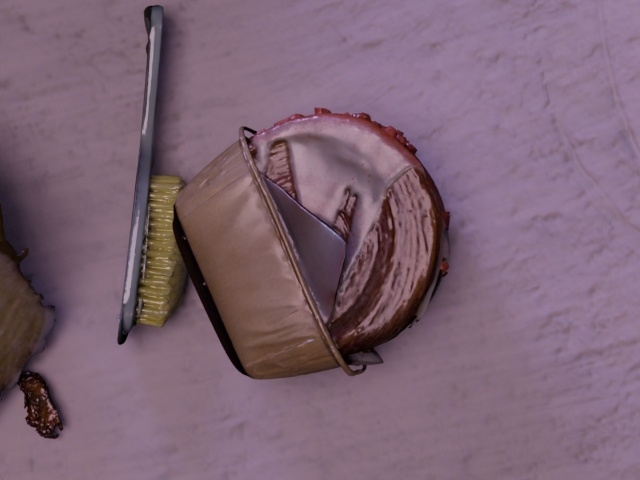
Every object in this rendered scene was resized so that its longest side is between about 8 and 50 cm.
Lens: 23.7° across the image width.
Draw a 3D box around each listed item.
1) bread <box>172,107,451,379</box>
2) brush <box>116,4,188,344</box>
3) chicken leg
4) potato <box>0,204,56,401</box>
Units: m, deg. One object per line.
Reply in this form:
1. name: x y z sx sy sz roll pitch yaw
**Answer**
1. bread: 0.000 0.000 1.250 0.211 0.142 0.224 -26 83 13
2. brush: -0.136 -0.056 1.325 0.060 0.068 0.297 5 87 -8
3. chicken leg: -0.254 0.139 1.358 0.036 0.021 0.083 -38 81 23
4. potato: -0.398 0.028 1.281 0.288 0.301 0.237 -43 63 -16
